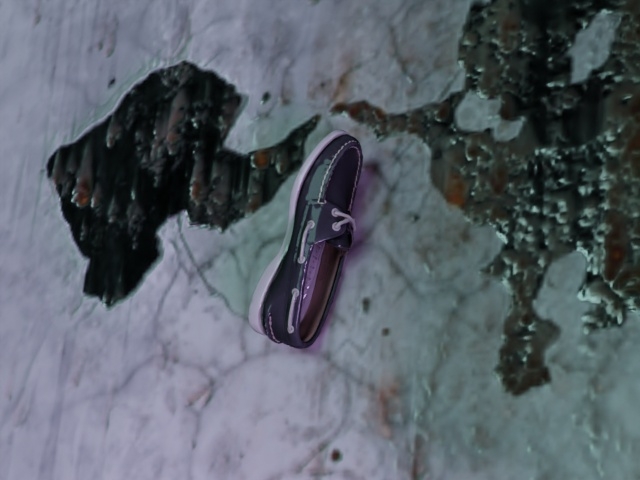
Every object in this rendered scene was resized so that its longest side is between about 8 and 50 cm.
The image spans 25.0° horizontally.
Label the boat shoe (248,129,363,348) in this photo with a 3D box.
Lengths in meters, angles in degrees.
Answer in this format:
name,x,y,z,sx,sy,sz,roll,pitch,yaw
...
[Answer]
name,x,y,z,sx,sy,sz,roll,pitch,yaw
boat shoe,0.000,0.000,0.808,0.038,0.046,0.125,21,86,39
